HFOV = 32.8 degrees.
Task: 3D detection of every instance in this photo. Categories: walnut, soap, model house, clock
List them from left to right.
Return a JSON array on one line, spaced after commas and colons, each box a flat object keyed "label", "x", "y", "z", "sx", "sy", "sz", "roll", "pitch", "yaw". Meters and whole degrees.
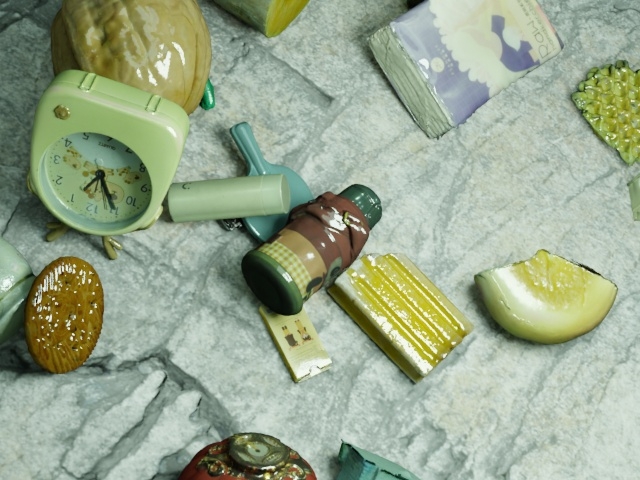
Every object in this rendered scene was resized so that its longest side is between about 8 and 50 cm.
[{"label": "clock", "x": -0.358, "y": -0.110, "z": 1.772, "sx": 0.234, "sy": 0.308, "sz": 0.096, "roll": 18, "pitch": 33, "yaw": -7}, {"label": "walnut", "x": -0.329, "y": -0.329, "z": 1.867, "sx": 0.252, "sy": 0.277, "sz": 0.313, "roll": -19, "pitch": 76, "yaw": -34}, {"label": "model house", "x": 0.077, "y": 0.425, "z": 1.761, "sx": 0.148, "sy": 0.119, "sz": 0.149, "roll": 30, "pitch": 85, "yaw": -27}, {"label": "soap", "x": 0.141, "y": 0.121, "z": 1.917, "sx": 0.232, "sy": 0.073, "sz": 0.140, "roll": 46, "pitch": 62, "yaw": 7}]

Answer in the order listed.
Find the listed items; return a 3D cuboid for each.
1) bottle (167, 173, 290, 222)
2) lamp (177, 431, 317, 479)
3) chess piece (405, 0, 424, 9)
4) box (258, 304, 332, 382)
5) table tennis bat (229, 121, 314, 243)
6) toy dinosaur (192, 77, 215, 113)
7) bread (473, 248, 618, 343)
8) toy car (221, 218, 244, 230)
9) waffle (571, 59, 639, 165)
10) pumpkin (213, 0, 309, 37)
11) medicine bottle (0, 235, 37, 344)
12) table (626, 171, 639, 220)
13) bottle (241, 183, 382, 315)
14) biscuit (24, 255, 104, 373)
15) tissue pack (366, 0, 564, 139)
[{"label": "bottle", "x": -0.157, "y": -0.073, "z": 1.871, "sx": 0.201, "sy": 0.072, "sz": 0.072, "roll": -5, "pitch": 66, "yaw": 11}, {"label": "lamp", "x": -0.109, "y": 0.402, "z": 1.656, "sx": 0.226, "sy": 0.227, "sz": 0.227, "roll": 6, "pitch": 66, "yaw": -14}, {"label": "chess piece", "x": 0.208, "y": -0.523, "z": 2.227, "sx": 0.067, "sy": 0.067, "sz": 0.103, "roll": 14, "pitch": 56, "yaw": -10}, {"label": "box", "x": -0.043, "y": 0.167, "z": 1.874, "sx": 0.073, "sy": 0.020, "sz": 0.149, "roll": -21, "pitch": 74, "yaw": -24}, {"label": "table tennis bat", "x": -0.095, "y": -0.100, "z": 1.947, "sx": 0.152, "sy": 0.040, "sz": 0.244, "roll": -26, "pitch": 88, "yaw": -33}, {"label": "toy dinosaur", "x": -0.223, "y": -0.288, "z": 1.979, "sx": 0.059, "sy": 0.096, "sz": 0.132, "roll": -16, "pitch": 75, "yaw": -23}, {"label": "bread", "x": 0.391, "y": 0.110, "z": 1.960, "sx": 0.260, "sy": 0.158, "sz": 0.156, "roll": 24, "pitch": 73, "yaw": -5}, {"label": "toy car", "x": -0.137, "y": -0.050, "z": 1.938, "sx": 0.093, "sy": 0.025, "sz": 0.041, "roll": -32, "pitch": 90, "yaw": -37}, {"label": "waffle", "x": 0.629, "y": -0.268, "z": 2.239, "sx": 0.204, "sy": 0.054, "sz": 0.223, "roll": -35, "pitch": 82, "yaw": -26}, {"label": "pumpkin", "x": -0.093, "y": -0.567, "z": 2.014, "sx": 0.199, "sy": 0.332, "sz": 0.332, "roll": 33, "pitch": 62, "yaw": 5}, {"label": "medicine bottle", "x": -0.517, "y": 0.076, "z": 1.706, "sx": 0.143, "sy": 0.147, "sz": 0.147, "roll": 41, "pitch": 63, "yaw": 0}, {"label": "table", "x": 0.665, "y": -0.086, "z": 2.164, "sx": 0.079, "sy": 0.062, "sz": 0.083, "roll": 3, "pitch": 67, "yaw": -14}, {"label": "bottle", "x": 0.000, "y": 0.000, "z": 1.867, "sx": 0.156, "sy": 0.143, "sz": 0.271, "roll": 23, "pitch": 53, "yaw": 41}, {"label": "biscuit", "x": -0.398, "y": 0.117, "z": 1.714, "sx": 0.027, "sy": 0.188, "sz": 0.188, "roll": 5, "pitch": 60, "yaw": 26}, {"label": "tissue pack", "x": 0.291, "y": -0.386, "z": 2.135, "sx": 0.343, "sy": 0.125, "sz": 0.242, "roll": -36, "pitch": 93, "yaw": -26}]
